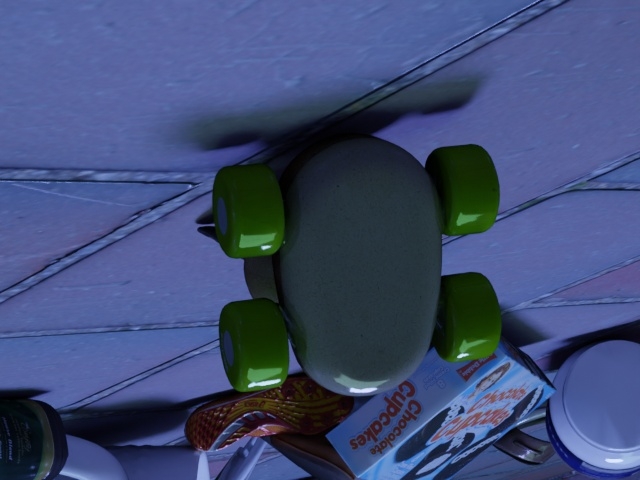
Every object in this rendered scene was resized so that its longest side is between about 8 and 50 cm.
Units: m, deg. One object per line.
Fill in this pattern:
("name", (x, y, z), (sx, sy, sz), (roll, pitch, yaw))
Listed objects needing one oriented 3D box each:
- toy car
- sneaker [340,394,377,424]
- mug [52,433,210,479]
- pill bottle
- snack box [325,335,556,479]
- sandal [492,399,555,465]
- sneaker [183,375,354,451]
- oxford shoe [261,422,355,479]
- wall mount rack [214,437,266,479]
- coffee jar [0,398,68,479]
("toy car", (0.000, 0.000, 1.091), (0.155, 0.149, 0.188), (-6, -166, -17))
("sneaker", (0.098, 0.176, 2.025), (0.094, 0.080, 0.212), (-37, 163, 34))
("mug", (-0.282, 0.316, 1.839), (0.328, 0.276, 0.374), (-1, 137, 1))
("pill bottle", (0.344, 0.198, 2.165), (0.153, 0.153, 0.264), (-14, 167, 2))
("snack box", (0.132, 0.175, 1.886), (0.187, 0.060, 0.322), (-40, 162, 6))
("sandal", (0.278, 0.285, 2.621), (0.303, 0.086, 0.120), (-16, 167, 8))
("sneaker", (-0.053, 0.169, 1.865), (0.175, 0.064, 0.067), (-9, -173, 1))
("oxford shoe", (-0.005, 0.202, 1.904), (0.076, 0.076, 0.212), (-51, -158, -5))
("wall mount rack", (-0.084, 0.335, 2.239), (0.350, 0.130, 0.304), (-53, -177, 40))
("coffee jar", (-0.296, 0.174, 1.544), (0.096, 0.079, 0.184), (-19, 167, 24))
